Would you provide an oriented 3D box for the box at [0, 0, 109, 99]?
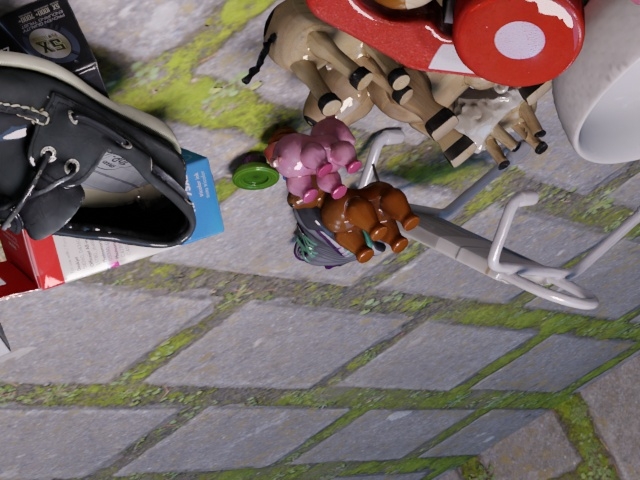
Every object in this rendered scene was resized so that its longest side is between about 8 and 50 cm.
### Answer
[{"bbox_3d":[-0.253,-0.107,1.252,0.147,0.077,0.180,-24,158,-8],"label":"box"}]

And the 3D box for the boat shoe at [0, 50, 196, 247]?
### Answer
[{"bbox_3d":[-0.212,-0.051,1.161,0.127,0.113,0.340,-35,156,17],"label":"boat shoe"}]

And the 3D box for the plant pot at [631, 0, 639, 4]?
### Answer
[{"bbox_3d":[0.339,-0.296,1.290,0.180,0.201,0.201,-19,163,26],"label":"plant pot"}]

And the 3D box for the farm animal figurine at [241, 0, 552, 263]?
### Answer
[{"bbox_3d":[0.065,-0.155,1.405,0.327,0.172,0.330,-31,152,-14],"label":"farm animal figurine"}]

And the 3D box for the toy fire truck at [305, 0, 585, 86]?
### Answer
[{"bbox_3d":[0.081,-0.255,1.099,0.254,0.169,0.302,9,138,1],"label":"toy fire truck"}]

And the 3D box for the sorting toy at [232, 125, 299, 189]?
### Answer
[{"bbox_3d":[-0.050,-0.091,1.585,0.061,0.042,0.102,19,145,-41],"label":"sorting toy"}]

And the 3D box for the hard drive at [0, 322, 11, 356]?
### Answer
[{"bbox_3d":[-0.519,0.137,1.553,0.353,0.047,0.233,-24,159,-8],"label":"hard drive"}]

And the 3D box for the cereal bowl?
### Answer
[{"bbox_3d":[0.394,-0.233,1.611,0.339,0.141,0.339,-23,159,-10],"label":"cereal bowl"}]

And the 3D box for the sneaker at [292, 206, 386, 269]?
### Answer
[{"bbox_3d":[0.000,0.000,1.786,0.098,0.083,0.224,-27,160,16],"label":"sneaker"}]

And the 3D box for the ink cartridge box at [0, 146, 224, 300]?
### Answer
[{"bbox_3d":[-0.224,-0.021,1.397,0.231,0.078,0.134,-18,-162,-21],"label":"ink cartridge box"}]

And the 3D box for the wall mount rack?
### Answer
[{"bbox_3d":[0.219,-0.038,1.731,0.304,0.350,0.130,4,109,-49],"label":"wall mount rack"}]
